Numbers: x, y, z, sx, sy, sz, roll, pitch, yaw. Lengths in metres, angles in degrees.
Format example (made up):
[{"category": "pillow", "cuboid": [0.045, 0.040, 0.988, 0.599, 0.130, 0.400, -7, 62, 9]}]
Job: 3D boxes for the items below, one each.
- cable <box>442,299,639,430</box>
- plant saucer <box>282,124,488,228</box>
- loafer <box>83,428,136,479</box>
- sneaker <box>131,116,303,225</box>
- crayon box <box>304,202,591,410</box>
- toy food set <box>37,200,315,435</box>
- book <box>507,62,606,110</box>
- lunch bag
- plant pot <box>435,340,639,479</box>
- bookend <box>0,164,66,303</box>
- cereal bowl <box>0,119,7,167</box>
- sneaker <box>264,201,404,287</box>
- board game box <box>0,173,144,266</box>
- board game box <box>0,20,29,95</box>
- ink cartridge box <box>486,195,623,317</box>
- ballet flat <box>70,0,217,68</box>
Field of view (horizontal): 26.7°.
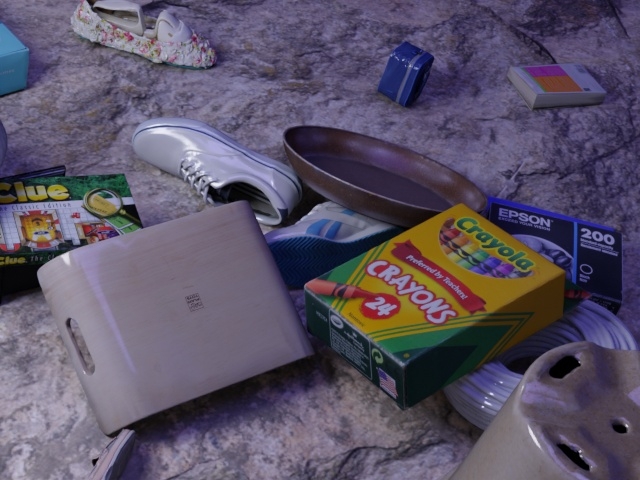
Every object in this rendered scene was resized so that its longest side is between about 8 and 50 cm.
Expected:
[{"category": "cable", "cuboid": [0.276, 0.160, 1.729, 0.257, 0.089, 0.257, 1, 36, 0]}, {"category": "plant saucer", "cuboid": [0.087, -0.086, 1.936, 0.310, 0.050, 0.310, 18, 19, -6]}, {"category": "loafer", "cuboid": [-0.250, 0.260, 1.535, 0.039, 0.045, 0.125, 15, 44, 9]}, {"category": "sneaker", "cuboid": [-0.151, -0.099, 1.910, 0.258, 0.094, 0.091, 19, 37, 3]}, {"category": "crayon box", "cuboid": [0.164, 0.065, 1.712, 0.318, 0.081, 0.202, -27, 42, -27]}, {"category": "toy food set", "cuboid": [-0.172, 0.092, 1.681, 0.306, 0.092, 0.220, -18, 79, -31]}, {"category": "book", "cuboid": [0.404, -0.268, 2.308, 0.144, 0.035, 0.096, -6, 43, -23]}, {"category": "lunch bag", "cuboid": [0.143, -0.270, 2.180, 0.065, 0.098, 0.067, 31, 39, 13]}, {"category": "plant pot", "cuboid": [0.276, 0.288, 1.466, 0.333, 0.305, 0.334, 8, 42, -8]}, {"category": "bookend", "cuboid": [-0.380, -0.009, 1.761, 0.156, 0.072, 0.157, -14, 50, -29]}, {"category": "cereal bowl", "cuboid": [-0.572, -0.118, 1.671, 0.339, 0.141, 0.339, -12, 37, 10]}, {"category": "sneaker", "cuboid": [0.000, 0.000, 1.867, 0.228, 0.087, 0.092, -9, 39, -34]}, {"category": "board game box", "cuboid": [-0.360, -0.026, 1.711, 0.259, 0.030, 0.136, -5, 45, -23]}, {"category": "board game box", "cuboid": [-0.637, -0.275, 1.965, 0.336, 0.079, 0.254, -23, 54, -35]}, {"category": "ink cartridge box", "cuboid": [0.341, 0.009, 1.981, 0.206, 0.045, 0.208, 14, 41, -1]}, {"category": "ballet flat", "cuboid": [-0.278, -0.334, 2.138, 0.241, 0.077, 0.091, 13, 41, -4]}]
